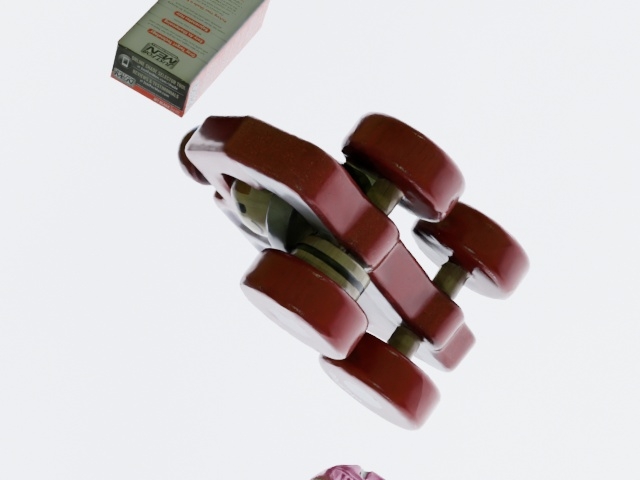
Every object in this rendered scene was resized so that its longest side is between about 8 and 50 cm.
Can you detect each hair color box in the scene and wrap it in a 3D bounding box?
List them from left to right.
[{"bbox_3d":[-0.105,-0.169,1.434,0.072,0.043,0.141,31,-132,7],"label":"hair color box"}]

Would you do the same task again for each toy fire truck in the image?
[{"bbox_3d":[0.000,0.000,1.398,0.254,0.302,0.169,25,-106,42],"label":"toy fire truck"}]

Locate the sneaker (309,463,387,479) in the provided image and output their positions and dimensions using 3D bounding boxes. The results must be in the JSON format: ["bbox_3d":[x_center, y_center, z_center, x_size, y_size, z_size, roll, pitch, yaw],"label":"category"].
[{"bbox_3d":[0.027,0.263,1.060,0.111,0.103,0.252,-19,-95,31],"label":"sneaker"}]
